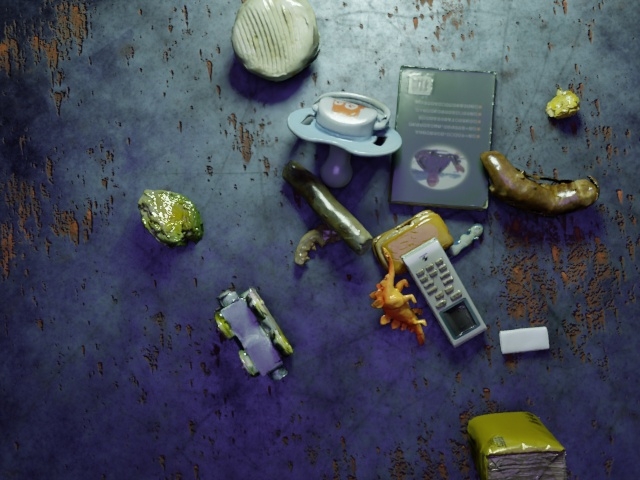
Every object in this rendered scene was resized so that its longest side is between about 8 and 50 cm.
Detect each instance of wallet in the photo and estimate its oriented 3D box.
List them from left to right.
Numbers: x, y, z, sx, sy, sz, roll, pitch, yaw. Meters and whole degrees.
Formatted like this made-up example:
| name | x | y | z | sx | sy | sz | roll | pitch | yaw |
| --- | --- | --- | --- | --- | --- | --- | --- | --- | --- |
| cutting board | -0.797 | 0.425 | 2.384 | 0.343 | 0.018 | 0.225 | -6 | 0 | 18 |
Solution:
| name | x | y | z | sx | sy | sz | roll | pitch | yaw |
| --- | --- | --- | --- | --- | --- | --- | --- | --- | --- |
| wallet | 0.532 | 0.260 | 1.863 | 0.122 | 0.025 | 0.061 | -7 | 85 | 3 |

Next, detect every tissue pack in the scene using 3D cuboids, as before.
| name | x | y | z | sx | sy | sz | roll | pitch | yaw |
| --- | --- | --- | --- | --- | --- | --- | --- | --- | --- |
| tissue pack | 0.472 | 0.516 | 1.736 | 0.192 | 0.271 | 0.133 | -3 | 92 | 3 |

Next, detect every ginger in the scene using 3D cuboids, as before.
| name | x | y | z | sx | sy | sz | roll | pitch | yaw |
| --- | --- | --- | --- | --- | --- | --- | --- | --- | --- |
| ginger | -0.003 | -0.002 | 1.896 | 0.173 | 0.051 | 0.069 | -35 | 81 | 6 |
| ginger | 0.550 | -0.130 | 1.825 | 0.310 | 0.107 | 0.133 | 12 | 114 | -4 |

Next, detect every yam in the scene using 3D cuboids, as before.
| name | x | y | z | sx | sy | sz | roll | pitch | yaw |
| --- | --- | --- | --- | --- | --- | --- | --- | --- | --- |
| yam | 0.017 | -0.089 | 1.856 | 0.071 | 0.067 | 0.317 | -27 | 65 | -40 |

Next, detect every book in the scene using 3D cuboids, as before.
| name | x | y | z | sx | sy | sz | roll | pitch | yaw |
| --- | --- | --- | --- | --- | --- | --- | --- | --- | --- |
| book | 0.324 | -0.272 | 1.891 | 0.261 | 0.043 | 0.370 | 6 | 87 | 5 |

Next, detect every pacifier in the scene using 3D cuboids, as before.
| name | x | y | z | sx | sy | sz | roll | pitch | yaw |
| --- | --- | --- | --- | --- | --- | --- | --- | --- | --- |
| pacifier | 0.057 | -0.247 | 1.850 | 0.300 | 0.244 | 0.233 | 19 | 120 | 12 |

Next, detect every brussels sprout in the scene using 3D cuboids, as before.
| name | x | y | z | sx | sy | sz | roll | pitch | yaw |
| --- | --- | --- | --- | --- | --- | --- | --- | --- | --- |
| brussels sprout | -0.400 | -0.059 | 1.898 | 0.181 | 0.100 | 0.139 | 38 | 80 | 5 |

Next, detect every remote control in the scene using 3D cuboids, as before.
| name | x | y | z | sx | sy | sz | roll | pitch | yaw |
| --- | --- | --- | --- | --- | --- | --- | --- | --- | --- |
| remote control | 0.318 | 0.136 | 1.831 | 0.103 | 0.055 | 0.277 | -31 | 102 | 2 |

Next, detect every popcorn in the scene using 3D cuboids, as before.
| name | x | y | z | sx | sy | sz | roll | pitch | yaw |
| --- | --- | --- | --- | --- | --- | --- | --- | --- | --- |
| popcorn | 0.641 | -0.352 | 1.866 | 0.084 | 0.084 | 0.084 | 0 | 88 | 3 |

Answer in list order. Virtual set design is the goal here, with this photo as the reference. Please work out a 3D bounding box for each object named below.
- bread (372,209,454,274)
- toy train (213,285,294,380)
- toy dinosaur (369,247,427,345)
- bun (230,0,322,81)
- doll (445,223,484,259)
| name | x | y | z | sx | sy | sz | roll | pitch | yaw |
| --- | --- | --- | --- | --- | --- | --- | --- | --- | --- |
| bread | 0.240 | 0.007 | 1.870 | 0.201 | 0.077 | 0.115 | -29 | 94 | 2 |
| toy train | -0.167 | 0.237 | 1.829 | 0.134 | 0.177 | 0.260 | -33 | 87 | 2 |
| toy dinosaur | 0.189 | 0.160 | 1.848 | 0.117 | 0.070 | 0.288 | -26 | 107 | 11 |
| bun | -0.111 | -0.539 | 1.872 | 0.239 | 0.141 | 0.239 | 2 | 111 | 4 |
| doll | 0.379 | 0.002 | 1.881 | 0.125 | 0.027 | 0.037 | -42 | 93 | 1 |
